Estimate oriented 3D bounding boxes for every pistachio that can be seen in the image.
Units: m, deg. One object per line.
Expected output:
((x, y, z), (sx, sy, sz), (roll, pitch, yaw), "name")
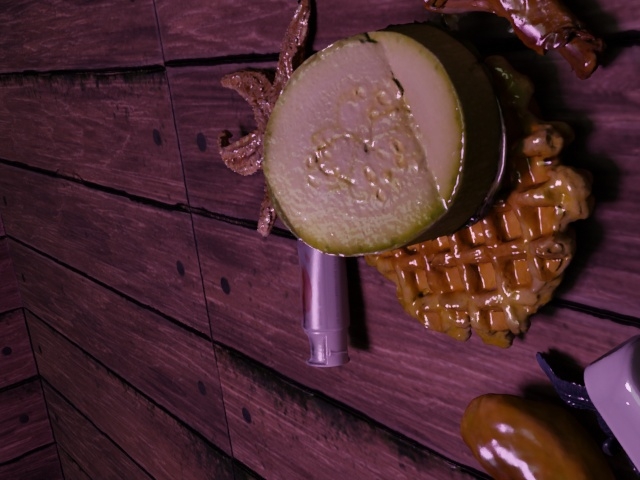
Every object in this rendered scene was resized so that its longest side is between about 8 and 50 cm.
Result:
((0.226, 0.223, 0.766), (0.189, 0.100, 0.110), (51, 121, 30), "pistachio")

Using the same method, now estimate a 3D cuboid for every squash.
((0.059, -0.098, 0.718), (0.220, 0.133, 0.220), (11, 106, 45), "squash")

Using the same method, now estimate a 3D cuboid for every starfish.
((-0.053, -0.170, 1.001), (0.302, 0.060, 0.299), (-50, 43, 43), "starfish")

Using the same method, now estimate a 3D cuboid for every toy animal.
((0.267, 0.154, 0.700), (0.220, 0.062, 0.108), (-128, 35, -48), "toy animal")

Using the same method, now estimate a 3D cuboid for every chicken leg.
((0.158, -0.209, 0.671), (0.101, 0.085, 0.207), (-45, 71, 16), "chicken leg")

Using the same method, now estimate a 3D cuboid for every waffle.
((0.132, -0.047, 0.797), (0.302, 0.068, 0.324), (46, 137, 32), "waffle")

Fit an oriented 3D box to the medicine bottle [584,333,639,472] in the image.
((0.298, 0.155, 0.607), (0.183, 0.119, 0.069), (58, 141, 17), "medicine bottle")

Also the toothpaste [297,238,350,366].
((0.000, 0.000, 1.009), (0.100, 0.066, 0.323), (6, 101, 57), "toothpaste")
